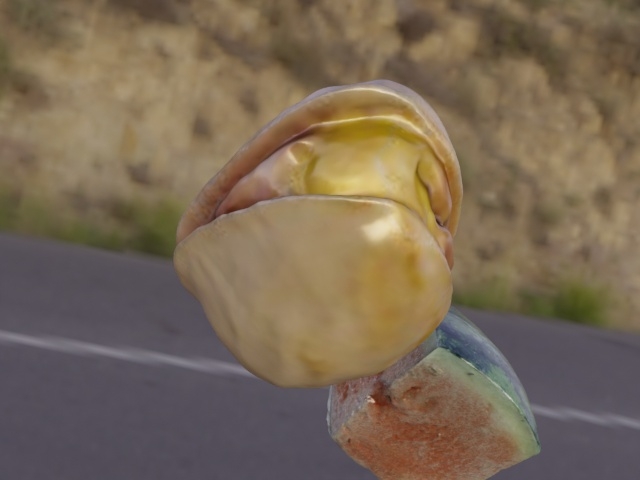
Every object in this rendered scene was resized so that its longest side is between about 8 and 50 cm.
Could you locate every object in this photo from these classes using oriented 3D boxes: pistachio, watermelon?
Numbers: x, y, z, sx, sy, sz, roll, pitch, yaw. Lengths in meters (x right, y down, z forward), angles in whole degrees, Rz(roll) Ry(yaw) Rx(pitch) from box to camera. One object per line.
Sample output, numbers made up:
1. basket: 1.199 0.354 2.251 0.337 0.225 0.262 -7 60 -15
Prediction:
1. pistachio: 0.000 0.000 1.486 0.229 0.230 0.309 12 -29 -13
2. watermelon: 0.109 0.170 1.958 0.213 0.201 0.261 39 -3 -19
